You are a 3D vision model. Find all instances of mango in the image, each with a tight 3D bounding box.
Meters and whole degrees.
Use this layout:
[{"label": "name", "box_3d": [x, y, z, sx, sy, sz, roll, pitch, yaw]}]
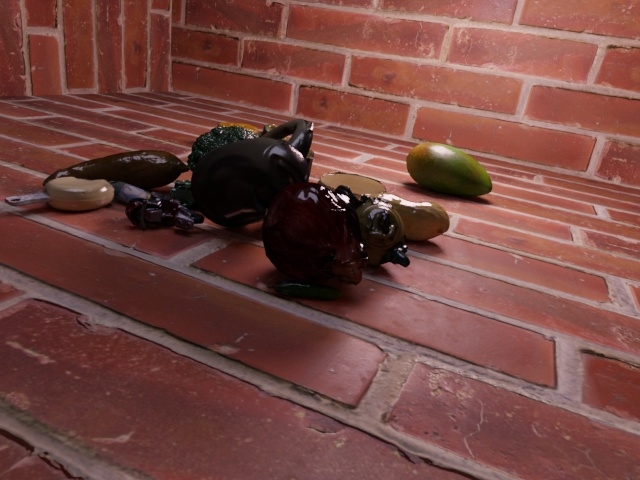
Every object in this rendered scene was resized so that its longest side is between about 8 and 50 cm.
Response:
[{"label": "mango", "box_3d": [0.544, -0.292, 2.090, 0.381, 0.201, 0.225, 25, 2, 12]}]

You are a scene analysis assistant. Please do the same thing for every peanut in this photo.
[{"label": "peanut", "box_3d": [0.234, -0.076, 1.496, 0.318, 0.148, 0.148, 3, 22, -7]}]

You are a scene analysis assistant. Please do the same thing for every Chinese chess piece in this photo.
[{"label": "Chinese chess piece", "box_3d": [0.105, -0.155, 1.696, 0.249, 0.103, 0.250, 8, 22, -3]}]

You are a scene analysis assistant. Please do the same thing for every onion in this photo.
[{"label": "onion", "box_3d": [-0.016, -0.011, 1.136, 0.280, 0.221, 0.281, 35, -5, 3]}]

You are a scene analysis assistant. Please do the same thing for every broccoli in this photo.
[{"label": "broccoli", "box_3d": [-0.291, -0.258, 1.625, 0.261, 0.242, 0.269, 17, 25, -1]}]

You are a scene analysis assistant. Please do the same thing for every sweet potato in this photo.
[{"label": "sweet potato", "box_3d": [-0.628, -0.214, 1.544, 0.422, 0.131, 0.130, -9, 26, -23]}]

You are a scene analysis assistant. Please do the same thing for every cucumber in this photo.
[{"label": "cucumber", "box_3d": [-0.032, 0.106, 1.070, 0.167, 0.039, 0.039, 8, 21, -7]}]

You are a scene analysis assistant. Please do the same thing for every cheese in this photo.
[{"label": "cheese", "box_3d": [-0.693, -0.118, 1.337, 0.163, 0.071, 0.249, 14, 21, 15]}]

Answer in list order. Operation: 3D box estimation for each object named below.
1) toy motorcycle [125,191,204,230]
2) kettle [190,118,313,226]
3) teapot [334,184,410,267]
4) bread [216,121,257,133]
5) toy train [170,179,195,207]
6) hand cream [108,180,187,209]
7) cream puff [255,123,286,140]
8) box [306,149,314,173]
[{"label": "toy motorcycle", "box_3d": [-0.420, -0.072, 1.310, 0.213, 0.082, 0.122, 14, 23, 6]}, {"label": "kettle", "box_3d": [-0.142, -0.191, 1.296, 0.324, 0.228, 0.321, -5, 48, 50]}, {"label": "teapot", "box_3d": [0.130, -0.038, 1.251, 0.173, 0.269, 0.182, -37, -2, -15]}, {"label": "bread", "box_3d": [-0.387, -0.479, 2.302, 0.236, 0.120, 0.198, -4, 23, -31]}, {"label": "toy train", "box_3d": [-0.353, -0.140, 1.513, 0.200, 0.083, 0.132, 9, 12, -13]}, {"label": "hand cream", "box_3d": [-0.513, -0.114, 1.441, 0.255, 0.055, 0.088, 23, 29, 16]}, {"label": "cream puff", "box_3d": [-0.203, -0.387, 2.059, 0.281, 0.185, 0.282, 4, 22, -2]}, {"label": "box", "box_3d": [-0.072, -0.152, 1.450, 0.068, 0.224, 0.120, 13, 23, -3]}]
